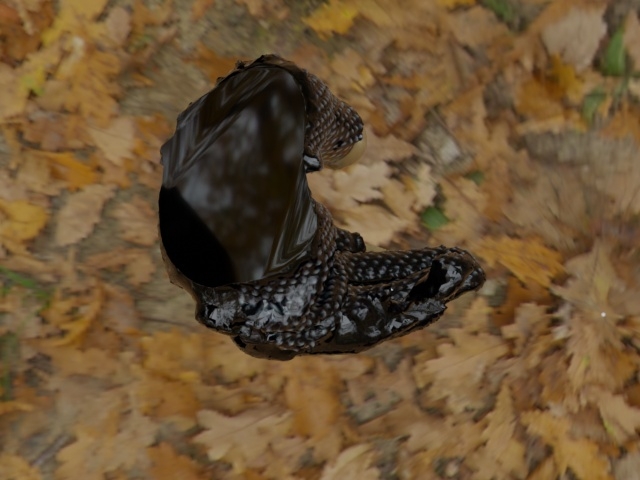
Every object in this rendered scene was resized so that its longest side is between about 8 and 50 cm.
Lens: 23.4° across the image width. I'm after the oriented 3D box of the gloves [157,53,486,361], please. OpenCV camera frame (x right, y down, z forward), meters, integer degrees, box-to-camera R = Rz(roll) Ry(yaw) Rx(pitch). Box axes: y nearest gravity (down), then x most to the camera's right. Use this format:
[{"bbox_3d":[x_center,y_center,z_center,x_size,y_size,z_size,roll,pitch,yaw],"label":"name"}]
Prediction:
[{"bbox_3d":[-0.001,0.003,0.703,0.106,0.180,0.129,-39,59,2],"label":"gloves"}]
